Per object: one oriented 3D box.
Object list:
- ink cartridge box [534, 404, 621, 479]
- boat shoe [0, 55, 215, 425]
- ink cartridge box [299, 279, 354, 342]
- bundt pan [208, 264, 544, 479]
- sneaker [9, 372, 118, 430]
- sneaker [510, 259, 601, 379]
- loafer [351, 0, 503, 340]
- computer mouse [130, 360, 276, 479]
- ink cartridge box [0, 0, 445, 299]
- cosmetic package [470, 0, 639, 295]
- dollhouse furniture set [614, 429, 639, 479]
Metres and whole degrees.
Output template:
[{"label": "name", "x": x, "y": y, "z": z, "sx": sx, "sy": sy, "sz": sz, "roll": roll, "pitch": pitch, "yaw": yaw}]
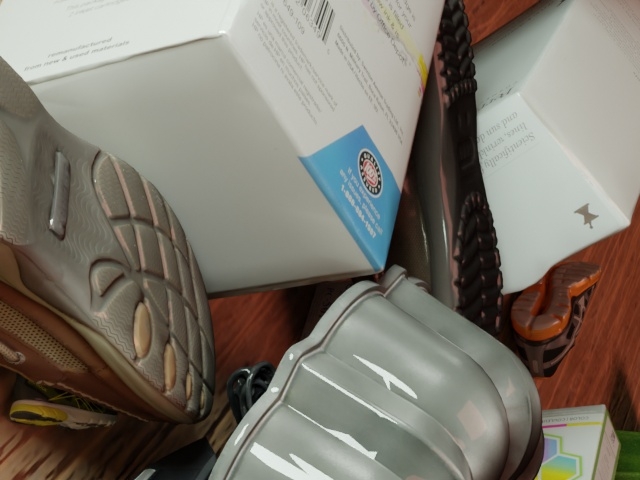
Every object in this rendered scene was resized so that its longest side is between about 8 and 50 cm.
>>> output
[{"label": "ink cartridge box", "x": 0.232, "y": 0.262, "z": 1.380, "sx": 0.062, "sy": 0.109, "sz": 0.209, "roll": 64, "pitch": 32, "yaw": -28}, {"label": "boat shoe", "x": -0.161, "y": 0.008, "z": 0.720, "sx": 0.324, "sy": 0.116, "sz": 0.123, "roll": 53, "pitch": 31, "yaw": -47}, {"label": "ink cartridge box", "x": 0.013, "y": 0.139, "z": 1.075, "sx": 0.097, "sy": 0.046, "sz": 0.207, "roll": 57, "pitch": 36, "yaw": -36}, {"label": "bundt pan", "x": 0.037, "y": 0.189, "z": 0.844, "sx": 0.331, "sy": 0.124, "sz": 0.330, "roll": -50, "pitch": 155, "yaw": -34}, {"label": "sneaker", "x": -0.148, "y": 0.092, "z": 0.801, "sx": 0.083, "sy": 0.031, "sz": 0.035, "roll": 23, "pitch": 61, "yaw": -58}, {"label": "sneaker", "x": 0.264, "y": 0.081, "z": 1.546, "sx": 0.215, "sy": 0.084, "sz": 0.083, "roll": -41, "pitch": 131, "yaw": -55}, {"label": "loafer", "x": 0.061, "y": -0.025, "z": 1.073, "sx": 0.134, "sy": 0.130, "sz": 0.365, "roll": -10, "pitch": 96, "yaw": -67}, {"label": "computer mouse", "x": -0.091, "y": 0.210, "z": 0.857, "sx": 0.262, "sy": 0.060, "sz": 0.184, "roll": -53, "pitch": 142, "yaw": -52}, {"label": "ink cartridge box", "x": -0.059, "y": -0.129, "z": 0.861, "sx": 0.198, "sy": 0.197, "sz": 0.270, "roll": 55, "pitch": 37, "yaw": -38}, {"label": "cosmetic package", "x": 0.196, "y": -0.103, "z": 1.288, "sx": 0.156, "sy": 0.217, "sz": 0.385, "roll": 51, "pitch": 33, "yaw": -8}, {"label": "dollhouse furniture set", "x": 0.409, "y": 0.295, "z": 1.756, "sx": 0.301, "sy": 0.151, "sz": 0.197, "roll": -82, "pitch": 173, "yaw": -63}]
